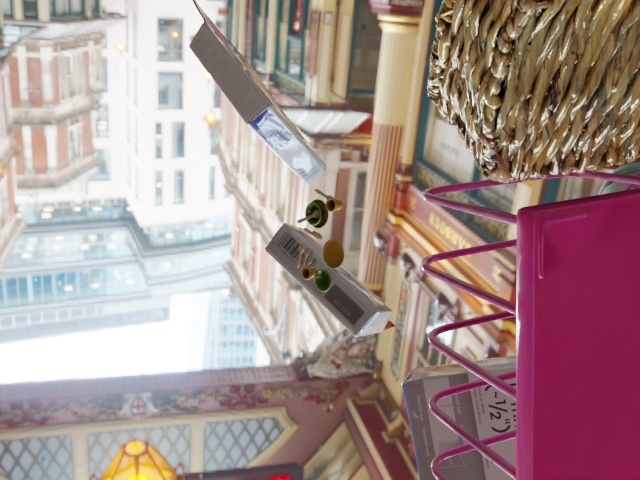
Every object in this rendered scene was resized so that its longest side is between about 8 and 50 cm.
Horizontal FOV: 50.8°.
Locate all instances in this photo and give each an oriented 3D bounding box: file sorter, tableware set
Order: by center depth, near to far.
[{"bbox_3d":[0.205,0.090,0.586,0.202,0.290,0.182,-9,-166,-21],"label":"file sorter"},{"bbox_3d":[0.000,0.000,1.089,0.024,0.154,0.104,-5,-152,-45],"label":"tableware set"}]

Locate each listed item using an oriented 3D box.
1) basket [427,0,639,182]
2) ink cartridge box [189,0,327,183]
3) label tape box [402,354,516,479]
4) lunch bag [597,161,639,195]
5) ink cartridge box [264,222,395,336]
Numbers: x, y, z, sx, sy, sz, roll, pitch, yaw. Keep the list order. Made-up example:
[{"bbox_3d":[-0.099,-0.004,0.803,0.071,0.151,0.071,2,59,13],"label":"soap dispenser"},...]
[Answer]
[{"bbox_3d":[0.188,-0.224,0.551,0.214,0.299,0.223,-10,-125,-16],"label":"basket"},{"bbox_3d":[-0.098,-0.206,0.968,0.224,0.045,0.223,56,-173,25],"label":"ink cartridge box"},{"bbox_3d":[0.308,0.286,0.931,0.348,0.249,0.115,-10,176,16],"label":"label tape box"},{"bbox_3d":[0.433,0.022,0.751,0.279,0.224,0.107,7,-123,20],"label":"lunch bag"},{"bbox_3d":[0.059,0.100,1.701,0.308,0.091,0.385,42,-169,17],"label":"ink cartridge box"}]
